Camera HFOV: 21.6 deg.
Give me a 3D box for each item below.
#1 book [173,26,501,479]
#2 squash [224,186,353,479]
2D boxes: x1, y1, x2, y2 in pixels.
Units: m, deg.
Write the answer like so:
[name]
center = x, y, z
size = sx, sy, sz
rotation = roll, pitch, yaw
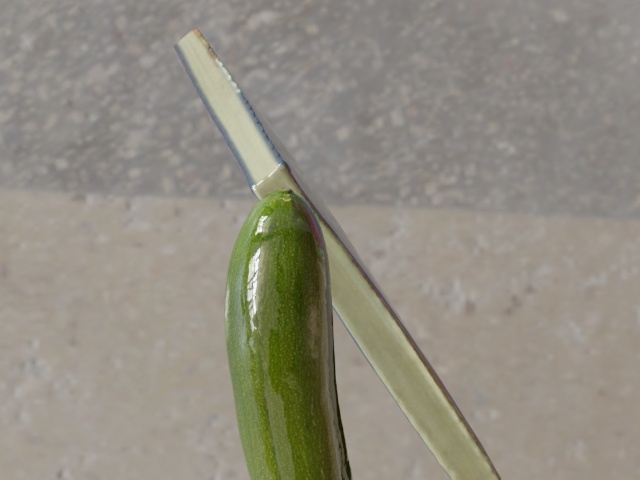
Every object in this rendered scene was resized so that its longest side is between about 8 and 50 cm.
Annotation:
[book]
center = 0.000, 0.000, 1.319
size = 0.039, 0.428, 0.300
rotation = -34, 113, 1
[squash]
center = -0.019, 0.090, 1.012
size = 0.069, 0.069, 0.258
rotation = -19, 119, -24
